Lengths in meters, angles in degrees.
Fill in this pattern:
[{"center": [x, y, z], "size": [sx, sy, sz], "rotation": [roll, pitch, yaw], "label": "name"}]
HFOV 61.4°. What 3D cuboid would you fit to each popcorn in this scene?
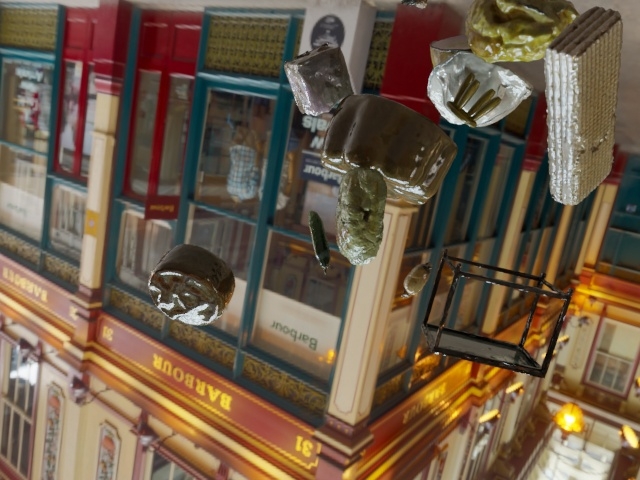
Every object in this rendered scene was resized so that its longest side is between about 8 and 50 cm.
[{"center": [0.521, -0.572, 1.407], "size": [0.286, 0.252, 0.215], "rotation": [-2, 149, -13], "label": "popcorn"}]

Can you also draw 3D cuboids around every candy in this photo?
[{"center": [0.001, -0.512, 1.707], "size": [0.185, 0.195, 0.137], "rotation": [-29, -154, -20], "label": "candy"}]

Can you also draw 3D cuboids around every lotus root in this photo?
[{"center": [0.304, 0.128, 1.720], "size": [0.063, 0.152, 0.072], "rotation": [35, -159, 9], "label": "lotus root"}]

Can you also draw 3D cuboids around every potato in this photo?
[{"center": [0.513, -0.579, 1.926], "size": [0.229, 0.266, 0.229], "rotation": [-7, -153, 4], "label": "potato"}]

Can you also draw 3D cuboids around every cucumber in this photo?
[{"center": [0.000, 0.000, 1.875], "size": [0.056, 0.250, 0.056], "rotation": [-12, 158, -5], "label": "cucumber"}]

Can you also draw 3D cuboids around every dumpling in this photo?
[{"center": [0.488, -0.485, 1.723], "size": [0.260, 0.181, 0.341], "rotation": [38, -174, -16], "label": "dumpling"}]

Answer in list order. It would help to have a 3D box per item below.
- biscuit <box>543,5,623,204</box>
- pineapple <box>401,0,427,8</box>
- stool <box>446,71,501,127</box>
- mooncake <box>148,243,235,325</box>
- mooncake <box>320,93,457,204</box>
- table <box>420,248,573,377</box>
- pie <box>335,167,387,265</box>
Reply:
[{"center": [0.519, -0.240, 1.075], "size": [0.078, 0.144, 0.426], "rotation": [42, 170, 41], "label": "biscuit"}, {"center": [0.425, -1.093, 2.459], "size": [0.124, 0.058, 0.058], "rotation": [8, -169, 3], "label": "pineapple"}, {"center": [0.437, -0.399, 1.542], "size": [0.134, 0.110, 0.135], "rotation": [0, -134, -50], "label": "stool"}, {"center": [-0.446, 0.161, 1.858], "size": [0.284, 0.284, 0.155], "rotation": [13, -143, 7], "label": "mooncake"}, {"center": [0.181, -0.241, 1.526], "size": [0.378, 0.200, 0.378], "rotation": [26, 177, 1], "label": "mooncake"}, {"center": [0.511, 0.208, 1.611], "size": [0.335, 0.272, 0.222], "rotation": [13, -169, 0], "label": "table"}, {"center": [0.090, -0.061, 1.354], "size": [0.090, 0.247, 0.201], "rotation": [-2, -166, -23], "label": "pie"}]
